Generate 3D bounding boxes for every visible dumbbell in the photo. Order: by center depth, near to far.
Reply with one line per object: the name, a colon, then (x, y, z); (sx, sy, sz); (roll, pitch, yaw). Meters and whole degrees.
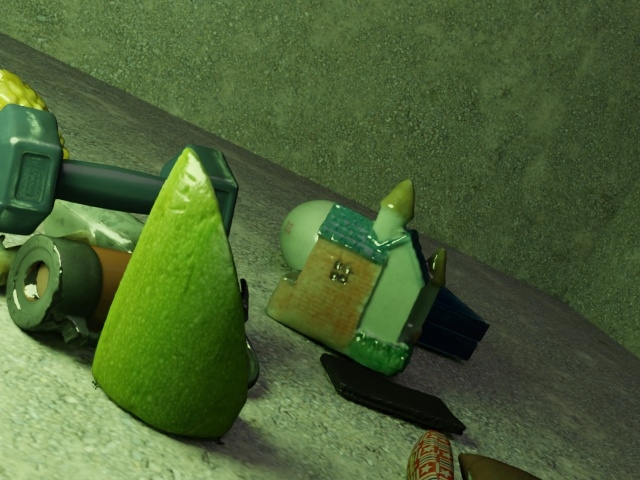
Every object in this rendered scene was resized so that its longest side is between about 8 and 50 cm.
dumbbell: (-0.271, -0.069, 1.063); (0.316, 0.143, 0.156); (9, 36, -34)

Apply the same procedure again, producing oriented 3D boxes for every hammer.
hammer: (-0.352, 0.016, 1.108); (0.202, 0.113, 0.305); (30, 19, 21)

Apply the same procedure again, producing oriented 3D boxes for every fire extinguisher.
fire extinguisher: (-0.209, 0.108, 1.071); (0.376, 0.113, 0.200); (14, 61, -50)

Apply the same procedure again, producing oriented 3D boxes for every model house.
model house: (0.101, 0.037, 1.484); (0.267, 0.325, 0.194); (26, 12, 10)

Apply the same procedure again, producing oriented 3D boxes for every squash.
squash: (-0.112, 0.074, 0.905); (0.203, 0.289, 0.111); (22, 12, -31)

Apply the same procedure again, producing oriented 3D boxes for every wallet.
wallet: (0.117, 0.255, 1.357); (0.244, 0.025, 0.124); (22, 11, -20)

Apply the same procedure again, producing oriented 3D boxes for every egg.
egg: (0.000, 0.000, 1.818); (0.183, 0.183, 0.264); (25, 4, -20)

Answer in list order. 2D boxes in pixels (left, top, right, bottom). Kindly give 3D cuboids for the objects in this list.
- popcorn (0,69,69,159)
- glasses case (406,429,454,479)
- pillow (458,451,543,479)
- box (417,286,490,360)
popcorn: (-0.499, -0.167, 1.281); (0.226, 0.200, 0.203); (23, 18, -38)
glasses case: (0.140, 0.302, 1.071); (0.049, 0.073, 0.194); (21, 10, 3)
pillow: (0.314, 0.396, 0.988); (0.305, 0.108, 0.308); (30, 10, -4)
box: (0.198, 0.135, 1.872); (0.279, 0.116, 0.261); (22, 11, -29)
